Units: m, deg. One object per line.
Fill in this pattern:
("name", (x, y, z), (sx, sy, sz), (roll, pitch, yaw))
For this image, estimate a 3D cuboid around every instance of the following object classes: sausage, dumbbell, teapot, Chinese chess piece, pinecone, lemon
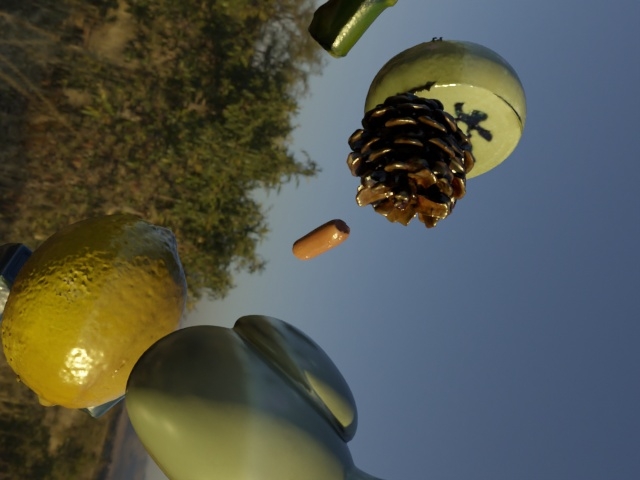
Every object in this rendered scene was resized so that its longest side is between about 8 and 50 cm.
("sausage", (0.000, 0.000, 0.996), (0.083, 0.034, 0.034), (-30, -143, 32))
("dumbbell", (-0.446, 0.152, 1.289), (0.156, 0.316, 0.143), (-40, -154, 3))
("teapot", (-0.062, 0.146, 0.664), (0.149, 0.220, 0.318), (-42, -163, -12))
("Chinese chess piece", (0.269, -0.269, 1.674), (0.349, 0.349, 0.146), (116, -19, -55))
("pinecone", (0.131, -0.105, 1.103), (0.179, 0.184, 0.204), (-45, -142, 39))
("lemon", (-0.305, 0.094, 1.050), (0.236, 0.236, 0.263), (121, -20, -63))

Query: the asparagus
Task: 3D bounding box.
("asparagus", (0.087, -0.340, 0.936), (0.277, 0.060, 0.067), (-49, -119, 23))
